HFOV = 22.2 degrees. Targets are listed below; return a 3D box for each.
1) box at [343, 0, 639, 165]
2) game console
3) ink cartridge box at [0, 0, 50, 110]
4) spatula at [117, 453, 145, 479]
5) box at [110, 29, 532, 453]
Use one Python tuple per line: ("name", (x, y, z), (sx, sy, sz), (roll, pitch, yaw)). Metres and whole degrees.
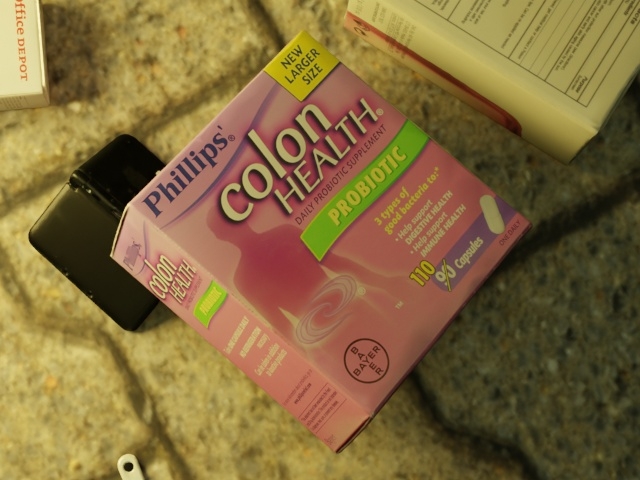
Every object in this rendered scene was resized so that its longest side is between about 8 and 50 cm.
("box", (0.155, -0.192, 1.347), (0.232, 0.127, 0.149), (33, 79, 2))
("game console", (-0.159, -0.008, 1.354), (0.122, 0.071, 0.107), (42, 50, 4))
("ink cartridge box", (-0.295, -0.156, 1.349), (0.135, 0.056, 0.099), (-5, 80, -4))
("spatula", (-0.169, 0.307, 1.293), (0.168, 0.019, 0.242), (-23, 82, -6))
("box", (0.000, 0.000, 1.283), (0.243, 0.117, 0.213), (41, 65, 5))
